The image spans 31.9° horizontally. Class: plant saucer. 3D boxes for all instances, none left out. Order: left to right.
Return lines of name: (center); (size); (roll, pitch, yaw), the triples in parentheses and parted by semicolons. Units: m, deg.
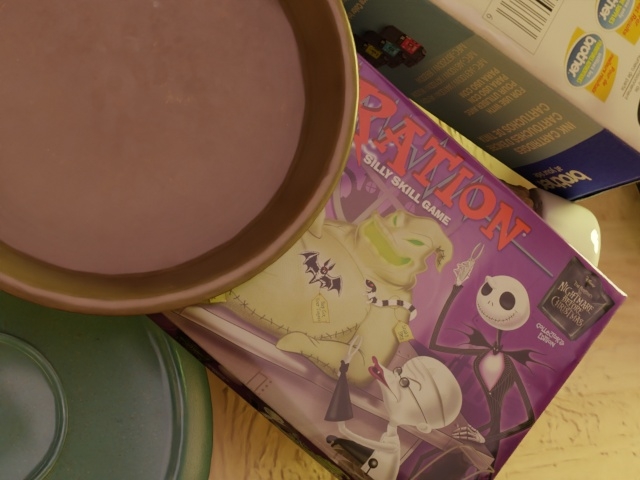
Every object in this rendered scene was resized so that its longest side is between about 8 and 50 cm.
plant saucer: (-0.201, 0.105, 0.654); (0.317, 0.043, 0.318); (9, 71, -28)
plant saucer: (-0.116, -0.093, 0.640); (0.278, 0.041, 0.278); (2, 80, -12)

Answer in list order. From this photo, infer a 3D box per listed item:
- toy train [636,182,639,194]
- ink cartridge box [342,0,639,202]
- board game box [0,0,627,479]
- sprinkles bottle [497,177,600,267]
toy train: (0.413, -0.057, 0.940); (0.334, 0.142, 0.190); (3, 56, -19)
ink cartridge box: (0.155, -0.212, 0.781); (0.395, 0.151, 0.270); (33, 76, -9)
board game box: (0.000, 0.000, 0.693); (0.347, 0.056, 0.208); (41, 70, -3)
sprinkles bottle: (0.014, -0.031, 0.788); (0.355, 0.121, 0.121); (22, 61, -9)
